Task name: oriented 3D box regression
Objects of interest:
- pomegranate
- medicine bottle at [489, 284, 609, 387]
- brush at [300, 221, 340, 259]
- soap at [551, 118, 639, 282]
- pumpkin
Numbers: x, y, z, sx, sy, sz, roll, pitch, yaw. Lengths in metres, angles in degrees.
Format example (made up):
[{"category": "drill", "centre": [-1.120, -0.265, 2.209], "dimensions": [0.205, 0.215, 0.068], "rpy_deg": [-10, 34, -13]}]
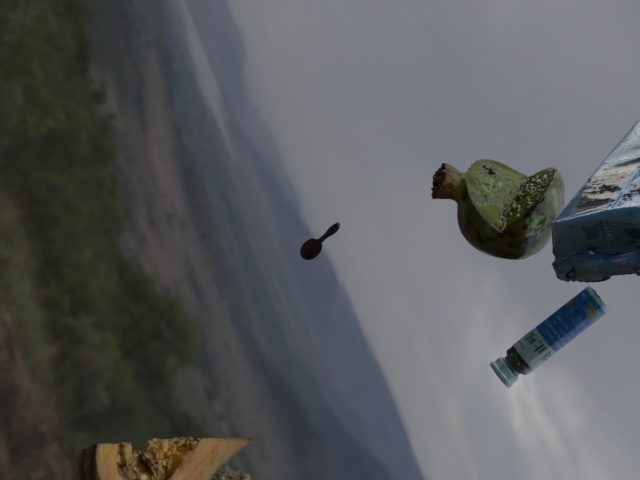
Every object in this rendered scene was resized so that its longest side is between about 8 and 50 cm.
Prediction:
[{"category": "pomegranate", "centre": [0.225, -0.037, 1.786], "dimensions": [0.143, 0.169, 0.122], "rpy_deg": [-82, 171, -47]}, {"category": "medicine bottle", "centre": [0.340, 0.143, 2.080], "dimensions": [0.051, 0.191, 0.051], "rpy_deg": [49, 7, -8]}, {"category": "brush", "centre": [0.000, 0.000, 1.772], "dimensions": [0.024, 0.083, 0.008], "rpy_deg": [51, 42, 4]}, {"category": "soap", "centre": [0.368, -0.057, 1.530], "dimensions": [0.156, 0.293, 0.077], "rpy_deg": [-6, -60, 48]}, {"category": "pumpkin", "centre": [-0.198, 0.325, 1.835], "dimensions": [0.131, 0.248, 0.126], "rpy_deg": [-45, -127, 55]}]
